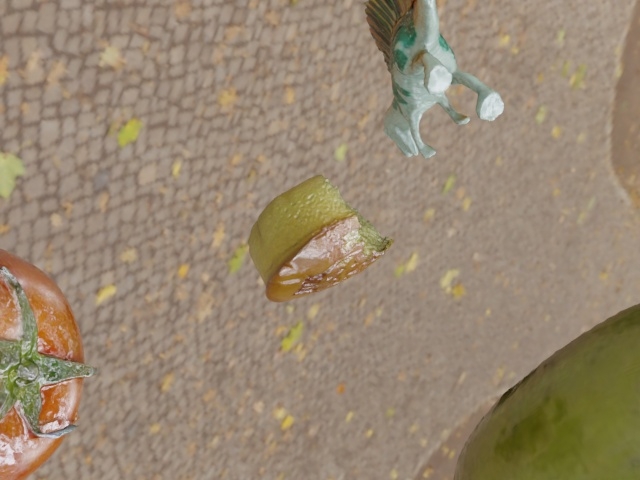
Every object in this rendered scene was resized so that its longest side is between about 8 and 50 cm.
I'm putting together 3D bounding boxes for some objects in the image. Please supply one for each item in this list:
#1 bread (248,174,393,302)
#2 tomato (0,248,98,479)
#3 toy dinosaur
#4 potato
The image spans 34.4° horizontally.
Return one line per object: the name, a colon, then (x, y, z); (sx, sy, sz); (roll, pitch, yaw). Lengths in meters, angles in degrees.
bread: (-0.008, 0.006, 1.001); (0.125, 0.086, 0.156); (-34, 162, 10)
tomato: (-0.233, 0.085, 0.651); (0.167, 0.167, 0.167); (-45, 150, -35)
toy dinosaur: (0.056, -0.121, 0.643); (0.044, 0.106, 0.187); (-35, 126, -11)
potato: (0.191, 0.173, 0.587); (0.269, 0.255, 0.112); (50, 32, -24)
